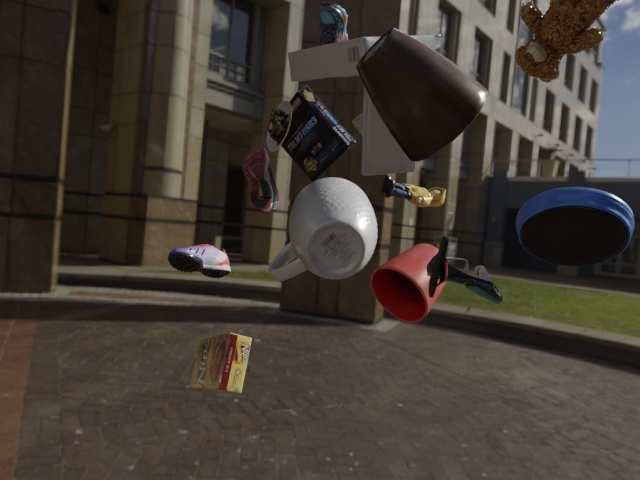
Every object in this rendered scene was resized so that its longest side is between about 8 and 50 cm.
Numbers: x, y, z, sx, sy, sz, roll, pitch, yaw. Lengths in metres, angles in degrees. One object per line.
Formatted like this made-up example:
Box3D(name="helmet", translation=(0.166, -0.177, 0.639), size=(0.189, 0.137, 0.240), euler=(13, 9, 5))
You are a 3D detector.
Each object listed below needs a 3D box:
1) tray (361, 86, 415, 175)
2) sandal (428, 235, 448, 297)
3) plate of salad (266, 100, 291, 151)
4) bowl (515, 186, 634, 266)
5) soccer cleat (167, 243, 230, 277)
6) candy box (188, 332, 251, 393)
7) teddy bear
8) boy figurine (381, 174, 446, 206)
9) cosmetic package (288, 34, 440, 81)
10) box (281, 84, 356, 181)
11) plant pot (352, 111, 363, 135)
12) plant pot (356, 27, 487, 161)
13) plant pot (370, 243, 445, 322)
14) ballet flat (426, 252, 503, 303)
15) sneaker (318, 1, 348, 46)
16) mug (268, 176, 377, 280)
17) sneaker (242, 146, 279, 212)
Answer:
Box3D(name="tray", translation=(0.176, -0.291, 1.295), size=(0.145, 0.270, 0.030), euler=(-4, 37, -3))
Box3D(name="sandal", translation=(0.342, 0.076, 1.442), size=(0.040, 0.179, 0.067), euler=(18, -9, 0))
Box3D(name="plate of salad", translation=(-0.166, -0.436, 1.946), size=(0.048, 0.200, 0.200), euler=(15, -3, -30))
Box3D(name="bowl", translation=(0.917, -0.036, 1.874), size=(0.391, 0.077, 0.391), euler=(14, -33, 10))
Box3D(name="soccer cleat", translation=(-0.459, 0.061, 1.943), size=(0.108, 0.116, 0.318), euler=(-21, -21, 23))
Box3D(name="candy box", translation=(-0.351, 0.429, 1.777), size=(0.087, 0.183, 0.316), euler=(21, -23, -26))
Box3D(name="teddy bear", translation=(0.712, -0.638, 1.512), size=(0.338, 0.245, 0.113), euler=(-37, 5, 36))
Box3D(name="boy figurine", translation=(0.408, -0.197, 2.180), size=(0.285, 0.092, 0.177), euler=(10, 24, -15))
Box3D(name="cosmetic package", translation=(0.122, -0.540, 1.530), size=(0.284, 0.097, 0.377), euler=(-18, 21, -30))
Box3D(name="box", translation=(-0.042, -0.422, 2.077), size=(0.073, 0.293, 0.295), euler=(-46, 6, -36))
Box3D(name="plant pot", translation=(0.204, -0.436, 1.891), size=(0.109, 0.109, 0.096), euler=(-43, 15, -23))
Box3D(name="plant pot", translation=(0.192, -0.324, 1.090), size=(0.230, 0.215, 0.215), euler=(41, -10, -16))
Box3D(name="plant pot", translation=(0.379, 0.154, 2.079), size=(0.275, 0.275, 0.243), euler=(7, 37, 47))
Box3D(name="ballet flat", translation=(0.480, 0.116, 1.664), size=(0.280, 0.096, 0.095), euler=(23, -5, -11))
Box3D(name="sneaker", translation=(0.047, -0.754, 1.894), size=(0.104, 0.125, 0.262), euler=(9, -19, 17))
Box3D(name="mug", translation=(0.000, 0.000, 1.580), size=(0.374, 0.276, 0.328), euler=(-33, 16, 10))
Box3D(name="sneaker", translation=(-0.244, -0.251, 2.147), size=(0.120, 0.299, 0.112), euler=(-18, -22, 23))
